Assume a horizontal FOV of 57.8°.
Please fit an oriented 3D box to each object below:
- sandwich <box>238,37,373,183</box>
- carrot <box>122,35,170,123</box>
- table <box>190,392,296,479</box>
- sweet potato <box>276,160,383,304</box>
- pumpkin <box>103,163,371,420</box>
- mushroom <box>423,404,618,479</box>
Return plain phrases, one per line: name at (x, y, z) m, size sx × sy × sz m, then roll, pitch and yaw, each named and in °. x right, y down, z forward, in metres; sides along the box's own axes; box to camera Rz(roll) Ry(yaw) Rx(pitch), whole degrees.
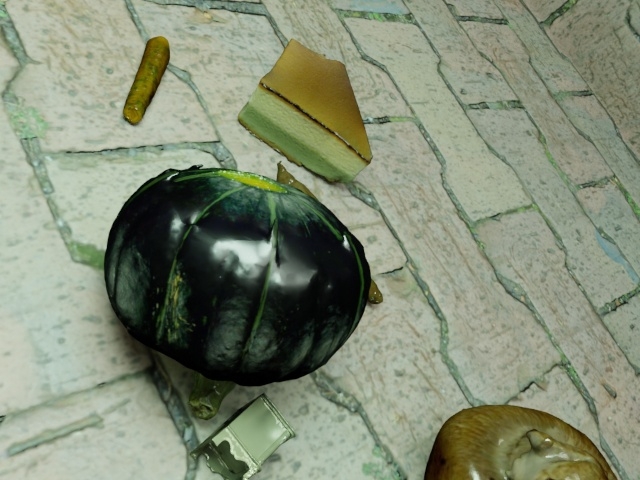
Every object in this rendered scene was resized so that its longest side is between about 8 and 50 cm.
sandwich at (-0.002, -0.221, 0.997) m, size 0.220 × 0.108 × 0.186 m, roll 35°, pitch 47°, yaw -11°
carrot at (-0.258, -0.242, 0.865) m, size 0.042 × 0.042 × 0.171 m, roll 24°, pitch 50°, yaw -23°
table at (-0.087, 0.231, 0.656) m, size 0.062 × 0.079 × 0.083 m, roll 51°, pitch 47°, yaw 5°
sweet potato at (0.000, 0.003, 0.881) m, size 0.269 × 0.074 × 0.075 m, roll 53°, pitch 44°, yaw -9°
pumpkin at (-0.095, 0.060, 0.668) m, size 0.295 × 0.296 × 0.296 m, roll 19°, pitch 52°, yaw -26°
mushroom at (0.293, 0.365, 0.726) m, size 0.345 × 0.259 × 0.345 m, roll 18°, pitch 53°, yaw -26°
